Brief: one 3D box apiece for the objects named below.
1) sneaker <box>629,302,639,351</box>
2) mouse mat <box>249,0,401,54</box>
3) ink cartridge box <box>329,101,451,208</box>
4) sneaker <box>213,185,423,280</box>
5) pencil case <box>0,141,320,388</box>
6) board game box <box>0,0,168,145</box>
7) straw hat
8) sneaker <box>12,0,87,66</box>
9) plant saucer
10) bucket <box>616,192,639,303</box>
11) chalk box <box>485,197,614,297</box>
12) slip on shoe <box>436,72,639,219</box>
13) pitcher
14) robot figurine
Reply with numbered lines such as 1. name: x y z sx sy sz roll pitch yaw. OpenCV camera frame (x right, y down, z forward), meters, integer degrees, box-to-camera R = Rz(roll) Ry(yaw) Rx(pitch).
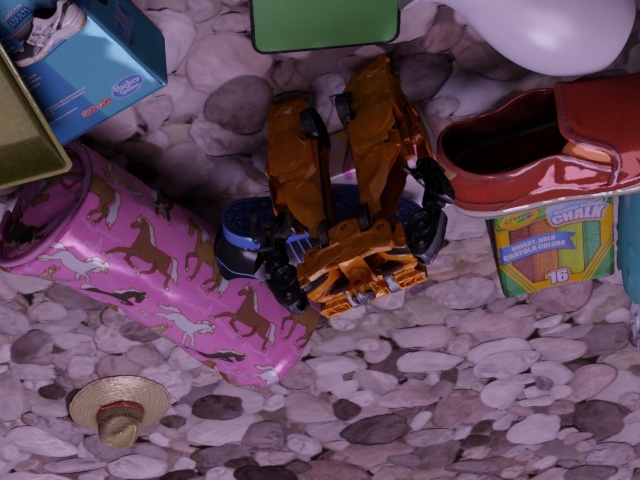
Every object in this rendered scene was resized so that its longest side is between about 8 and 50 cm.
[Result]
1. sneaker: 0.491 0.062 1.655 0.153 0.094 0.235 -7 140 -4
2. mouse mat: 0.005 -0.256 1.260 0.152 0.007 0.190 -5 141 -3
3. ink cartridge box: 0.039 -0.063 1.449 0.198 0.067 0.115 -21 138 12
4. sneaker: 0.000 0.000 1.398 0.232 0.081 0.090 0 141 -14
5. pencil case: -0.174 0.039 1.464 0.386 0.167 0.160 32 92 -37
6. board game box: -0.344 -0.207 1.202 0.254 0.079 0.336 -27 137 20
7. straw hat: -0.272 0.249 1.771 0.144 0.061 0.144 -4 140 -4
8. sneaker: -0.248 -0.189 1.160 0.083 0.032 0.037 -33 121 19
9. plant saucer: -0.351 -0.118 1.208 0.188 0.045 0.188 -14 139 6
10. bucket: 0.440 -0.048 1.357 0.281 0.281 0.183 -12 128 4
11. chalk box: 0.245 -0.059 1.437 0.132 0.132 0.213 -12 140 5
12. slip on shoe: 0.264 -0.108 1.263 0.331 0.123 0.101 -16 145 22
13. pitcher: 0.200 -0.252 1.216 0.207 0.125 0.178 20 128 -18
14. robot figurine: 0.032 -0.048 1.291 0.211 0.291 0.085 -22 138 17
